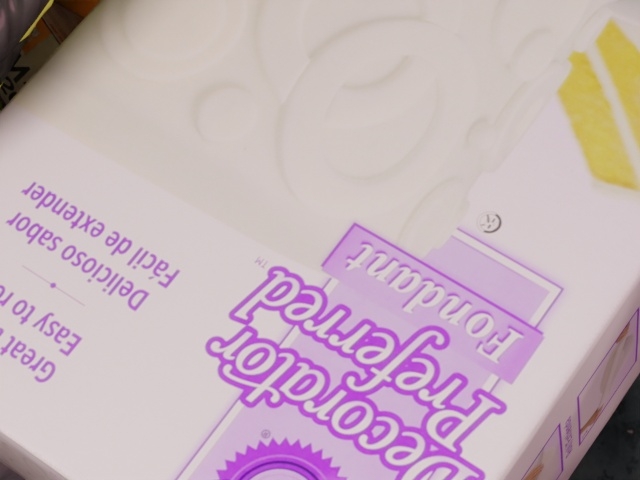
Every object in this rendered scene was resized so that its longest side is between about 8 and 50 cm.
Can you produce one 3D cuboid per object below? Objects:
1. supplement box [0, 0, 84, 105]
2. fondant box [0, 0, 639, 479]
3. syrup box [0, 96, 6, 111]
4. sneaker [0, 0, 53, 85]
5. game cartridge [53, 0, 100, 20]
[{"bbox_3d":[-0.106,-0.068,0.677,0.036,0.062,0.098,-40,158,11],"label":"supplement box"},{"bbox_3d":[0.019,-0.023,0.590,0.330,0.238,0.096,-53,157,-17],"label":"fondant box"},{"bbox_3d":[-0.140,0.003,0.794,0.096,0.093,0.237,-1,168,16],"label":"syrup box"},{"bbox_3d":[-0.199,-0.065,0.586,0.385,0.145,0.147,-44,180,19],"label":"sneaker"},{"bbox_3d":[-0.007,-0.200,0.721,0.324,0.052,0.285,-16,150,-42],"label":"game cartridge"}]
